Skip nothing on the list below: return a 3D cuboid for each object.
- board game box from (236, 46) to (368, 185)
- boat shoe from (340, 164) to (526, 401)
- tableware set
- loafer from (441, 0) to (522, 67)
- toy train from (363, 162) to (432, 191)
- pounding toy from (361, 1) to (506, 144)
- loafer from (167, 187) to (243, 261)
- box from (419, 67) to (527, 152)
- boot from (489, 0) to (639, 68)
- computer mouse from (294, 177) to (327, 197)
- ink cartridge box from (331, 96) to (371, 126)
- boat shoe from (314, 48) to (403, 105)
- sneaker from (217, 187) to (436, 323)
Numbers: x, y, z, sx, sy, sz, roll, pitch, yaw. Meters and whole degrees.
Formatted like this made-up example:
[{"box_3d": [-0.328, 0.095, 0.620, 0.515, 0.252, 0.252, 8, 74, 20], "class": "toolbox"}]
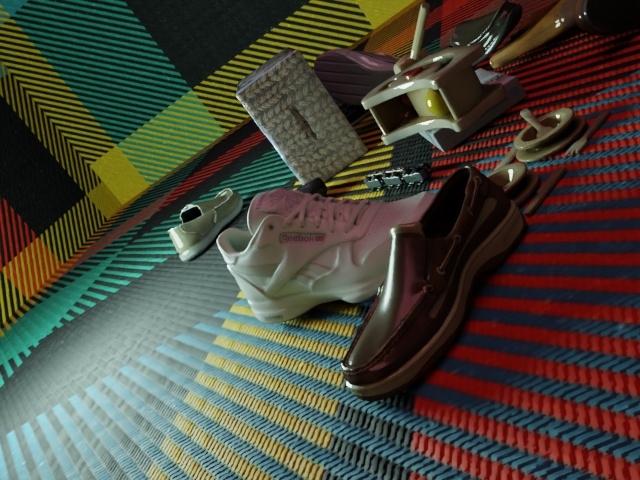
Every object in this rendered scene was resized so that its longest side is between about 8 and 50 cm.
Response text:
[{"box_3d": [-0.045, -0.254, 1.465, 0.141, 0.232, 0.291, -36, 17, 5], "class": "board game box"}, {"box_3d": [0.088, 0.026, 0.659, 0.095, 0.095, 0.257, -16, 27, 52], "class": "boat shoe"}, {"box_3d": [0.223, -0.093, 0.808, 0.194, 0.039, 0.128, -46, 18, -27], "class": "tableware set"}, {"box_3d": [0.267, -0.352, 1.274, 0.080, 0.078, 0.220, -49, 4, -30], "class": "loafer"}, {"box_3d": [0.112, -0.094, 1.063, 0.036, 0.027, 0.158, -40, 16, -22], "class": "toy train"}, {"box_3d": [0.133, -0.238, 1.046, 0.154, 0.155, 0.269, -34, 17, -4], "class": "pounding toy"}, {"box_3d": [-0.253, -0.055, 1.607, 0.094, 0.087, 0.251, -27, 19, 32], "class": "loafer"}, {"box_3d": [0.222, -0.206, 1.124, 0.145, 0.038, 0.186, -35, 17, 6], "class": "box"}, {"box_3d": [0.361, -0.337, 1.097, 0.280, 0.096, 0.264, -18, 28, 53], "class": "boot"}, {"box_3d": [-0.051, -0.068, 1.329, 0.071, 0.041, 0.242, -34, 7, -22], "class": "computer mouse"}, {"box_3d": [0.014, -0.308, 1.801, 0.175, 0.069, 0.371, -36, 14, 5], "class": "ink cartridge box"}, {"box_3d": [0.118, -0.327, 1.463, 0.302, 0.109, 0.094, 23, 38, 37], "class": "boat shoe"}, {"box_3d": [0.000, 0.000, 0.818, 0.305, 0.152, 0.114, -23, 19, 36], "class": "sneaker"}]
